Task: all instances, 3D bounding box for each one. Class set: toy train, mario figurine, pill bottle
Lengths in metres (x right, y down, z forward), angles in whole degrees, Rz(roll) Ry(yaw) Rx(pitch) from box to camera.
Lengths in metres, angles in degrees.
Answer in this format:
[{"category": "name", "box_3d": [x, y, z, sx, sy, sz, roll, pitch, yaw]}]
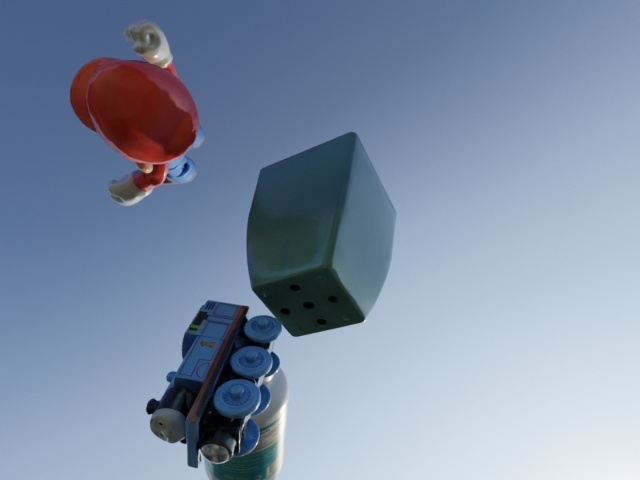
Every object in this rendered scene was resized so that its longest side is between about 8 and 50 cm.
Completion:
[{"category": "toy train", "box_3d": [-0.102, 0.139, 0.444, 0.105, 0.184, 0.080, 8, -61, 4]}, {"category": "mario figurine", "box_3d": [-0.257, -0.168, 0.601, 0.170, 0.320, 0.197, -22, -87, -8]}, {"category": "pill bottle", "box_3d": [-0.130, 0.302, 0.743, 0.147, 0.146, 0.263, 3, -62, -7]}]

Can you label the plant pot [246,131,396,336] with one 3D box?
[{"category": "plant pot", "box_3d": [0.000, 0.000, 0.589, 0.166, 0.234, 0.165, -18, -55, 23]}]
